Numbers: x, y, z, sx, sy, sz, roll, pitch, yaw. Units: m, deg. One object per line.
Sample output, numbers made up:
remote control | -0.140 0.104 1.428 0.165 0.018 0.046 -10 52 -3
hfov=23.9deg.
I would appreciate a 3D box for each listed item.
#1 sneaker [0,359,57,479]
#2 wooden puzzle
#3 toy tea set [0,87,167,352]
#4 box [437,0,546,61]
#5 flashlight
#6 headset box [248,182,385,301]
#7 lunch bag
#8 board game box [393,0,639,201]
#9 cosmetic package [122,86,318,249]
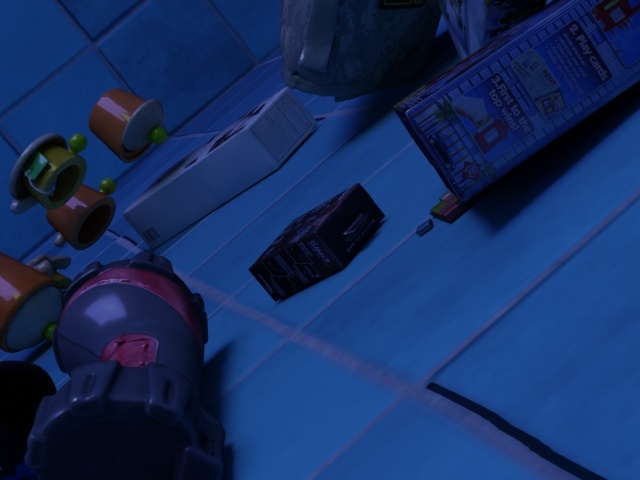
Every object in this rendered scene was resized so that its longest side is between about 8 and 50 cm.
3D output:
sneaker | -0.292 0.173 1.024 0.315 0.127 0.182 -45 9 -37
wooden puzzle | 0.089 -0.031 0.900 0.083 0.006 0.049 -40 10 -3
toy tea set | -0.270 -0.010 1.682 0.336 0.124 0.200 -62 -19 17
box | 0.101 -0.212 1.003 0.044 0.159 0.233 -18 -13 -2
flashlight | -0.117 0.080 0.873 0.103 0.103 0.304 -37 9 4
headset box | 0.000 0.000 1.010 0.083 0.032 0.062 -28 16 45
lunch bag | 0.046 -0.279 1.456 0.287 0.169 0.235 -62 -16 -66
board game box | 0.140 -0.105 0.872 0.194 0.060 0.194 -32 5 4
cosmetic package | -0.116 -0.079 1.692 0.239 0.060 0.099 -30 12 42
